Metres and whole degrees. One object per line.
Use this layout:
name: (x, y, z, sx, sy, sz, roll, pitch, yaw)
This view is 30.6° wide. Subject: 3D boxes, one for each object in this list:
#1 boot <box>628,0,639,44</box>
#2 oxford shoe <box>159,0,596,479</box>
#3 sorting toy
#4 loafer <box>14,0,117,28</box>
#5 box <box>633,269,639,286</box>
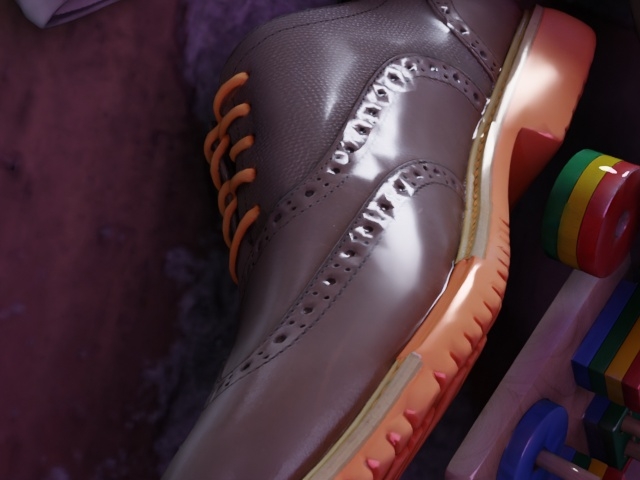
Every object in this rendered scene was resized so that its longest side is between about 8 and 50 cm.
boot: (0.166, -0.077, 0.479, 0.247, 0.083, 0.161, 69, 28, -15)
oxford shoe: (0.000, 0.000, 0.449, 0.132, 0.130, 0.364, 29, 40, 1)
sorting toy: (0.120, 0.093, 0.519, 0.132, 0.046, 0.274, -52, 146, -22)
loafer: (0.006, -0.173, 0.507, 0.319, 0.112, 0.112, -20, 84, -14)
box: (0.266, 0.052, 0.637, 0.156, 0.093, 0.158, -38, 104, -19)
